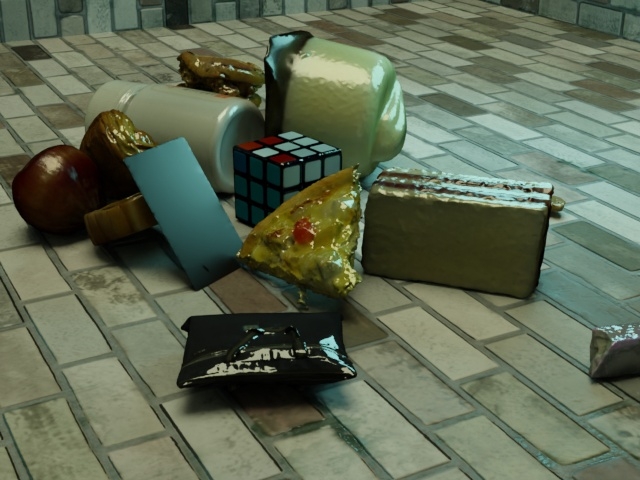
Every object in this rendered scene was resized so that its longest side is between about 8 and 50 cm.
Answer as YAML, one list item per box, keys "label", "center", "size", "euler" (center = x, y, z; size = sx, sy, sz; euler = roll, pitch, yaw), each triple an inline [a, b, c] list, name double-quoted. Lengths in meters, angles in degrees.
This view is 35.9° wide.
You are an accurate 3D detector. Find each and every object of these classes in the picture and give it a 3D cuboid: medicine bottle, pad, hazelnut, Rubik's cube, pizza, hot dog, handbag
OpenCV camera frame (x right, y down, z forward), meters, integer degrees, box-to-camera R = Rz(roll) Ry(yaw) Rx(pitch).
- label: "medicine bottle"
  center: [-0.323, -0.236, 2.189]
  size: [0.371, 0.211, 0.211]
  euler: [14, 27, 29]
- label: "pad"
  center: [-0.236, -0.051, 1.764]
  size: [0.009, 0.265, 0.159]
  euler: [-29, 0, 40]
- label: "hazelnut"
  center: [-0.499, -0.095, 1.928]
  size: [0.178, 0.178, 0.204]
  euler: [3, -9, 6]
- label: "Rubik's cube"
  center: [-0.065, -0.112, 1.964]
  size: [0.163, 0.160, 0.162]
  euler: [-18, 29, -37]
- label: "pizza"
  center: [0.000, 0.000, 1.685]
  size: [0.280, 0.075, 0.287]
  euler: [-41, 37, 1]
- label: "hot dog"
  center: [-0.392, -0.169, 1.991]
  size: [0.122, 0.196, 0.272]
  euler: [-54, 12, -26]
- label: "handbag"
  center: [-0.080, 0.160, 1.440]
  size: [0.254, 0.088, 0.211]
  euler: [-3, 18, -5]

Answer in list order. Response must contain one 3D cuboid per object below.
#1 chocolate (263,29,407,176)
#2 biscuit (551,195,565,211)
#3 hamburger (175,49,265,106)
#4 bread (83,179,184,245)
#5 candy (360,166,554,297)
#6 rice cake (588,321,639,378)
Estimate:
- label: "chocolate"
  center: [0.048, -0.303, 2.198]
  size: [0.297, 0.326, 0.314]
  euler: [1, 13, 13]
- label: "biscuit"
  center: [0.391, -0.090, 2.075]
  size: [0.250, 0.035, 0.162]
  euler: [16, 23, 30]
- label: "hamburger"
  center: [-0.269, -0.365, 2.476]
  size: [0.261, 0.211, 0.245]
  euler: [9, 17, 7]
- label: "bread"
  center: [-0.331, -0.058, 1.853]
  size: [0.236, 0.070, 0.236]
  euler: [-21, 6, 2]
- label: "candy"
  center: [0.240, -0.019, 1.738]
  size: [0.321, 0.179, 0.135]
  euler: [8, 27, 18]
- label: "rice cake"
  center: [0.580, 0.149, 1.493]
  size: [0.399, 0.070, 0.064]
  euler: [-5, 20, -13]
